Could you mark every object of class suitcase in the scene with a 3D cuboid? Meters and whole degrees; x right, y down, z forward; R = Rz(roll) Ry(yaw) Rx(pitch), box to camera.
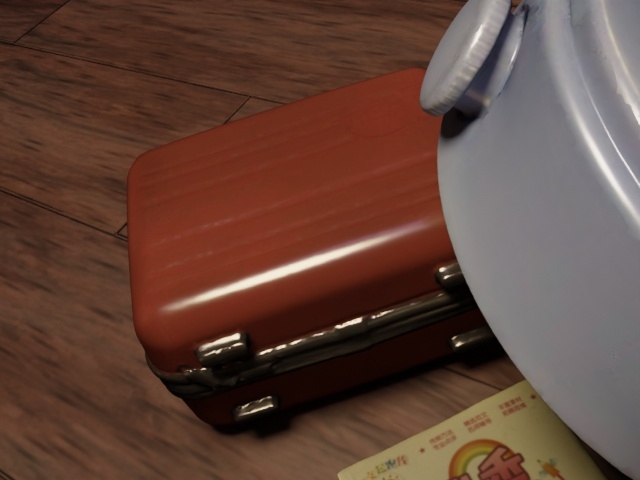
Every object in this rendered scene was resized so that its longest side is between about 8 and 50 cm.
[{"bbox_3d":[0.000,0.000,0.601,0.297,0.161,0.236,-19,45,2],"label":"suitcase"}]

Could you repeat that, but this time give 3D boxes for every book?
[{"bbox_3d":[0.125,0.209,0.461,0.162,0.022,0.232,-24,46,-5],"label":"book"}]

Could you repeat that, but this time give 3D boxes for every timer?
[{"bbox_3d":[0.232,-0.026,0.455,0.395,0.173,0.394,13,54,-19],"label":"timer"}]
